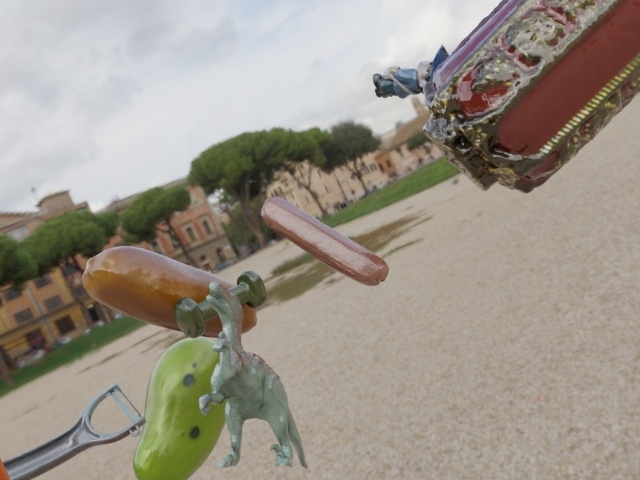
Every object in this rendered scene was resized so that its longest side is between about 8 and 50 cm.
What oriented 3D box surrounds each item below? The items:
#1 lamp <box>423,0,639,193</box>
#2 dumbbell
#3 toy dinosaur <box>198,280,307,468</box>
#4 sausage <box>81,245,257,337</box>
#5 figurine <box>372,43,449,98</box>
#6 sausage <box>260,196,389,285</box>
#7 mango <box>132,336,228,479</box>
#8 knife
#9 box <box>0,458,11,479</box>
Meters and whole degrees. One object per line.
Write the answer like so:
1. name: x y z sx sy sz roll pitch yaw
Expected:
1. lamp: 0.238 -0.179 0.683 0.274 0.177 0.177 -46 -1 7
2. dumbbell: -0.123 0.078 0.801 0.118 0.052 0.046 -25 2 -37
3. toy dinosaur: -0.062 0.172 0.701 0.053 0.167 0.242 -15 -39 25
4. sausage: -0.193 0.071 0.837 0.238 0.098 0.098 22 -30 -33
5. figurine: 0.159 -0.257 1.029 0.149 0.087 0.086 -7 -1 30
6. sausage: 0.000 0.000 0.616 0.035 0.147 0.030 -58 -23 -5
7. mango: -0.256 0.321 1.209 0.143 0.175 0.293 -14 48 38
8. knife: -0.391 0.307 0.908 0.278 0.053 0.123 -25 31 -31
9. box: -0.362 0.057 0.230 0.349 0.318 0.257 -4 21 28
